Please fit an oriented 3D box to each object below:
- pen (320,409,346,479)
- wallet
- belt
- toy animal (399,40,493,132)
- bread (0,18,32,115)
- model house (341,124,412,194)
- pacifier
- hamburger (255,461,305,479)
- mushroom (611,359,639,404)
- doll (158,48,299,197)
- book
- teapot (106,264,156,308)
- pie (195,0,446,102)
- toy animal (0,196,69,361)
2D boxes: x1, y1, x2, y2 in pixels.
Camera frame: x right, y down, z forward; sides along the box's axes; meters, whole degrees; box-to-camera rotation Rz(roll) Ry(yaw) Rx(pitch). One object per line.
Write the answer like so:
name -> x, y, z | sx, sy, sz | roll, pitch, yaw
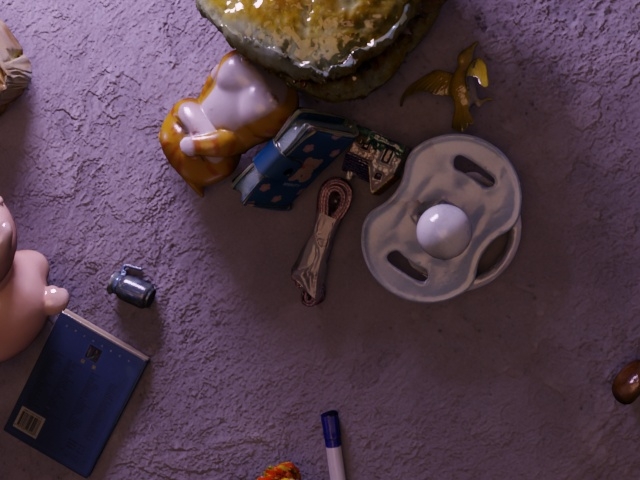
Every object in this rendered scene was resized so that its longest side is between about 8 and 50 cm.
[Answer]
pen -> 0.034, 0.440, 1.750 | 0.033, 0.033, 0.268 | -7, 96, 10
wallet -> -0.045, -0.130, 1.623 | 0.202, 0.141, 0.059 | -44, 57, 31
belt -> 0.000, 0.000, 1.699 | 0.071, 0.053, 0.231 | 16, 99, 0
toy animal -> 0.240, -0.259, 1.618 | 0.219, 0.155, 0.095 | -9, 124, 51
bread -> -0.635, -0.318, 1.747 | 0.192, 0.110, 0.209 | -38, 88, 18
model house -> 0.088, -0.133, 1.651 | 0.101, 0.088, 0.100 | 27, 98, 10
pacifier -> 0.207, -0.019, 1.569 | 0.244, 0.233, 0.299 | 33, 102, 2
hamburger -> -0.081, 0.542, 1.659 | 0.179, 0.276, 0.294 | -8, 99, 22
mushroom -> 0.541, 0.237, 1.625 | 0.130, 0.072, 0.088 | 5, 123, -29
doll -> -0.159, -0.205, 1.646 | 0.270, 0.162, 0.166 | -34, 76, 14
book -> -0.459, 0.288, 1.823 | 0.191, 0.025, 0.269 | 29, 100, 5
teapot -> -0.342, 0.083, 1.767 | 0.083, 0.049, 0.063 | 23, 99, 7
pie -> -0.009, -0.438, 1.580 | 0.395, 0.180, 0.418 | -43, 77, -9
toy animal -> -0.579, 0.070, 1.737 | 0.247, 0.277, 0.345 | 26, 113, -22
